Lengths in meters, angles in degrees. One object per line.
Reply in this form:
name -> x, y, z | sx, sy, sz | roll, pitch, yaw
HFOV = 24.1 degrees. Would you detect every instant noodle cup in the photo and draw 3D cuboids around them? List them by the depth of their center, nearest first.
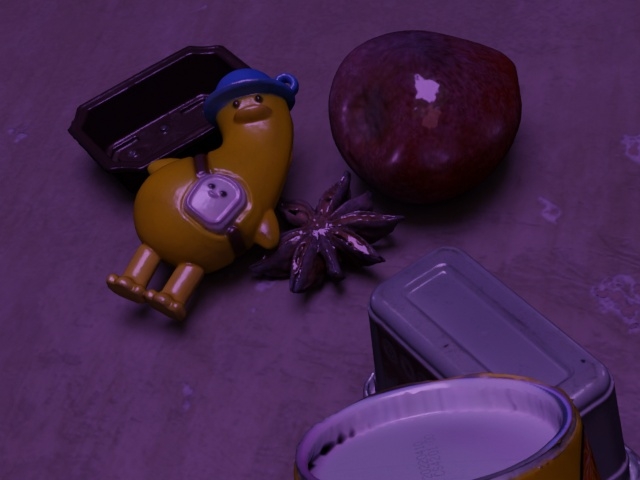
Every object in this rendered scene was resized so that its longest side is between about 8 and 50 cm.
instant noodle cup -> 0.121, 0.277, 1.295 | 0.325, 0.254, 0.325 | -11, 14, 3

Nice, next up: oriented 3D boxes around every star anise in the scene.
star anise -> 0.000, 0.000, 1.830 | 0.182, 0.065, 0.195 | -33, 46, -15

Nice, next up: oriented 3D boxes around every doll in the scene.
doll -> -0.120, -0.064, 1.848 | 0.199, 0.145, 0.363 | 25, 67, 13

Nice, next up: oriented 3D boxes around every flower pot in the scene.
flower pot -> -0.198, -0.152, 2.014 | 0.251, 0.084, 0.179 | -32, 48, -18

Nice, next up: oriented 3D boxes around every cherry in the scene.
cherry -> 0.137, -0.152, 1.866 | 0.239, 0.206, 0.239 | 18, 16, -5

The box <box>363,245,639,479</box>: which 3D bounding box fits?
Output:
box -> 0.176, 0.151, 1.546 | 0.175, 0.182, 0.312 | -31, 46, -19
